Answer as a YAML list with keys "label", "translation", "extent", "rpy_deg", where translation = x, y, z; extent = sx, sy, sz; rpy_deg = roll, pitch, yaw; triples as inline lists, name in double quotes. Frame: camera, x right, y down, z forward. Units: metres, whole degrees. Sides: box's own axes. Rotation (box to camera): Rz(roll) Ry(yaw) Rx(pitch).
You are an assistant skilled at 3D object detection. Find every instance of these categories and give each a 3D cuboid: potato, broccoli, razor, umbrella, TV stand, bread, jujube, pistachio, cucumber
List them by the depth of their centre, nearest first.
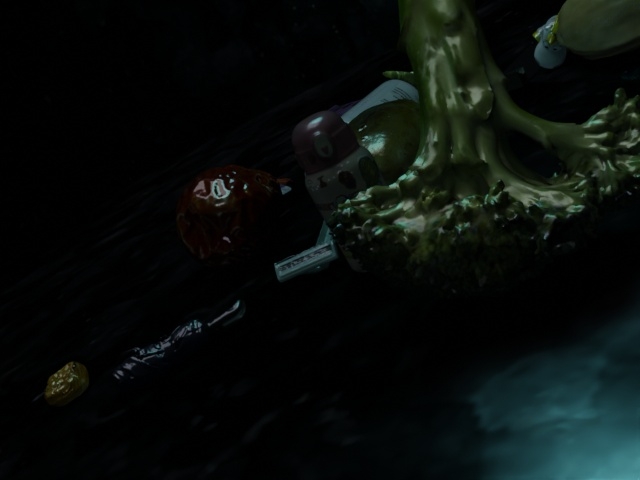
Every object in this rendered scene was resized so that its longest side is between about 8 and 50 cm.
- label: "broccoli"
  translation: [0.147, -0.111, 1.010]
  extent: [0.353, 0.397, 0.275]
  rpy_deg: [-39, -7, -14]
- label: "umbrella"
  translation: [-0.232, 0.169, 1.372]
  extent: [0.248, 0.071, 0.071]
  rpy_deg: [-29, 16, -2]
- label: "cucumber"
  translation: [0.551, -0.279, 1.402]
  extent: [0.032, 0.032, 0.133]
  rpy_deg: [-32, 15, -6]
- label: "razor"
  translation: [0.005, 0.009, 1.481]
  extent: [0.111, 0.056, 0.278]
  rpy_deg: [-24, 10, 17]
- label: "bread"
  translation: [-0.470, 0.267, 1.535]
  extent: [0.083, 0.044, 0.110]
  rpy_deg: [-33, 19, -6]
- label: "potato"
  translation: [0.123, -0.158, 1.541]
  extent: [0.210, 0.173, 0.307]
  rpy_deg: [-23, 19, 15]
- label: "pistachio"
  translation: [0.582, -0.439, 1.604]
  extent: [0.293, 0.162, 0.182]
  rpy_deg: [3, 70, 60]
- label: "jujube"
  translation: [-0.174, -0.062, 1.750]
  extent: [0.216, 0.216, 0.342]
  rpy_deg: [-25, 3, 17]
- label: "TV stand"
  translation: [0.488, -0.418, 1.914]
  extent: [0.049, 0.040, 0.256]
  rpy_deg: [-14, 23, 45]

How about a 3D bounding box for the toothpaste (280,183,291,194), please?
- label: "toothpaste"
  translation: [-0.180, -0.138, 2.220]
  extent: [0.114, 0.073, 0.299]
  rpy_deg: [-29, 23, -16]

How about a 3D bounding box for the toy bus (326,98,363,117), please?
- label: "toy bus"
  translation: [0.092, -0.327, 2.235]
  extent: [0.087, 0.098, 0.178]
  rpy_deg: [-40, 18, -27]

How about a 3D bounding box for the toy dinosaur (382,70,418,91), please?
- label: "toy dinosaur"
  translation: [0.240, -0.371, 1.990]
  extent: [0.259, 0.094, 0.153]
  rpy_deg: [4, -8, -27]

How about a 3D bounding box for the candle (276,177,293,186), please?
- label: "candle"
  translation: [-0.111, -0.154, 2.214]
  extent: [0.026, 0.021, 0.167]
  rpy_deg: [-51, 22, -14]

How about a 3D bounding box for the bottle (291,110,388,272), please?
- label: "bottle"
  translation: [0.043, -0.082, 1.300]
  extent: [0.120, 0.253, 0.120]
  rpy_deg: [-28, 17, 9]

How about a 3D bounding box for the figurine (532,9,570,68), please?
- label: "figurine"
  translation: [0.512, -0.447, 1.809]
  extent: [0.178, 0.109, 0.130]
  rpy_deg: [-45, -23, -49]

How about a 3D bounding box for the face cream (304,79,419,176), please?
- label: "face cream"
  translation: [0.080, -0.214, 1.826]
  extent: [0.145, 0.145, 0.369]
  rpy_deg: [-11, 24, 49]
